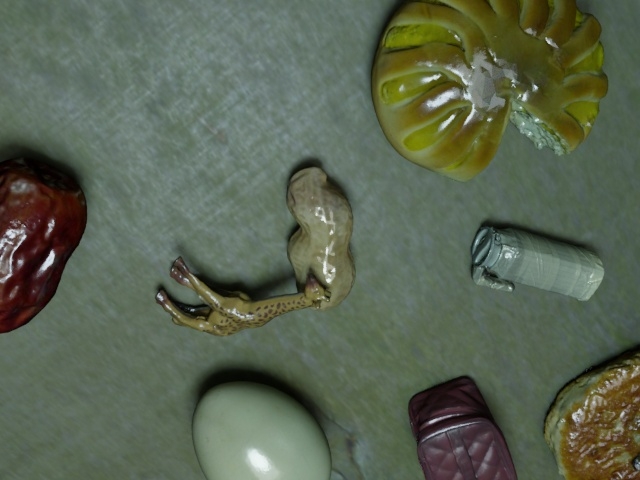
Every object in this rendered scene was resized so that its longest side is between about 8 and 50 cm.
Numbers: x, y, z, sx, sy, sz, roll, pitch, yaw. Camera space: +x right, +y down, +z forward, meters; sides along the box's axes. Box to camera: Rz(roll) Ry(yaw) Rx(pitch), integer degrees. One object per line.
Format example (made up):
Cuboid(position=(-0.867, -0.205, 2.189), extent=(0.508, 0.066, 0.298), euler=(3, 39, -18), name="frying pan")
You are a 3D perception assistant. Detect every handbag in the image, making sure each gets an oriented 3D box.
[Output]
Cuboid(position=(0.239, 0.358, 1.274), extent=(0.146, 0.135, 0.225), euler=(-20, 113, 4), name="handbag")

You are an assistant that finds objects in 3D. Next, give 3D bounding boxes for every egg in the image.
Cuboid(position=(-0.094, 0.326, 1.183), extent=(0.188, 0.188, 0.253), euler=(-38, 108, 6), name="egg")

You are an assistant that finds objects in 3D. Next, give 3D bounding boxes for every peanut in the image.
Cuboid(position=(0.000, -0.001, 1.132), extent=(0.104, 0.085, 0.228), euler=(2, 110, 10), name="peanut")

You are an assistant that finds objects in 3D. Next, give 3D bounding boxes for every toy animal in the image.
Cuboid(position=(-0.120, 0.092, 1.128), extent=(0.275, 0.054, 0.149), euler=(10, 124, 11), name="toy animal")

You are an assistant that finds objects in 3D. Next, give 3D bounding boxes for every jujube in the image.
Cuboid(position=(-0.427, 0.010, 1.020), extent=(0.183, 0.183, 0.243), euler=(27, 104, -17), name="jujube")

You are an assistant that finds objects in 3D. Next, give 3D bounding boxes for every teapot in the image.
Cuboid(position=(0.335, 0.044, 1.207), extent=(0.200, 0.077, 0.107), euler=(15, 127, -13), name="teapot")

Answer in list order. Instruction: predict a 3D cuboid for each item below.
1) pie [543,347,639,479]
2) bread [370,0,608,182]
Cuboid(position=(0.557, 0.325, 1.334), extent=(0.315, 0.092, 0.315), euler=(-2, 109, -6), name="pie")
Cuboid(position=(0.236, -0.228, 1.043), extent=(0.333, 0.160, 0.333), euler=(-3, 109, -8), name="bread")
